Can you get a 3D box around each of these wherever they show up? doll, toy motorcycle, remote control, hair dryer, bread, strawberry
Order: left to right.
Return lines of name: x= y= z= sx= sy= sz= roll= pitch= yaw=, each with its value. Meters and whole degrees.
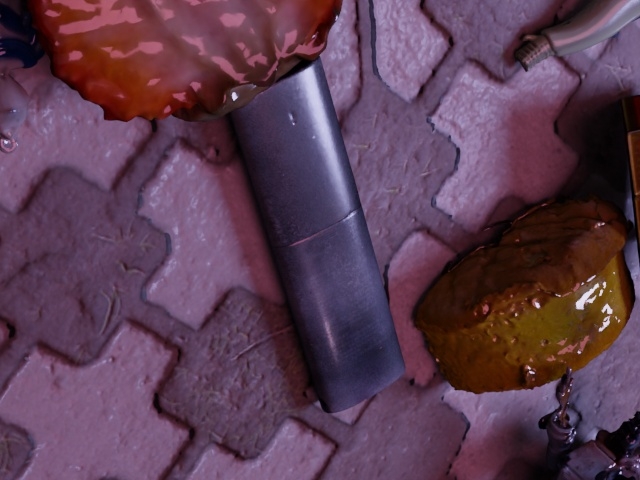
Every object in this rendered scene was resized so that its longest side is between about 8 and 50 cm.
doll: x=-0.279 y=-0.185 z=1.242 sx=0.114 sy=0.057 sz=0.227 roll=-8 pitch=103 yaw=-35
strawberry: x=-0.139 y=-0.257 z=1.237 sx=0.265 sy=0.149 sz=0.336 roll=-36 pitch=125 yaw=10
remote control: x=0.000 y=0.000 z=1.485 sx=0.107 sy=0.044 sz=0.377 roll=-31 pitch=121 yaw=-24
bread: x=0.245 y=0.065 z=1.598 sx=0.260 sy=0.147 sz=0.160 roll=-28 pitch=117 yaw=-20
toy motorcycle: x=0.316 y=0.274 z=1.683 sx=0.207 sy=0.134 sz=0.401 roll=-33 pitch=149 yaw=-16
hair dryer: x=0.397 y=-0.231 z=1.608 sx=0.296 sy=0.119 sz=0.298 roll=36 pitch=99 yaw=-28

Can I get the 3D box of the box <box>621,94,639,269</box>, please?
box: x=0.376 y=-0.029 z=1.618 sx=0.074 sy=0.153 sz=0.240 roll=-5 pitch=109 yaw=15
